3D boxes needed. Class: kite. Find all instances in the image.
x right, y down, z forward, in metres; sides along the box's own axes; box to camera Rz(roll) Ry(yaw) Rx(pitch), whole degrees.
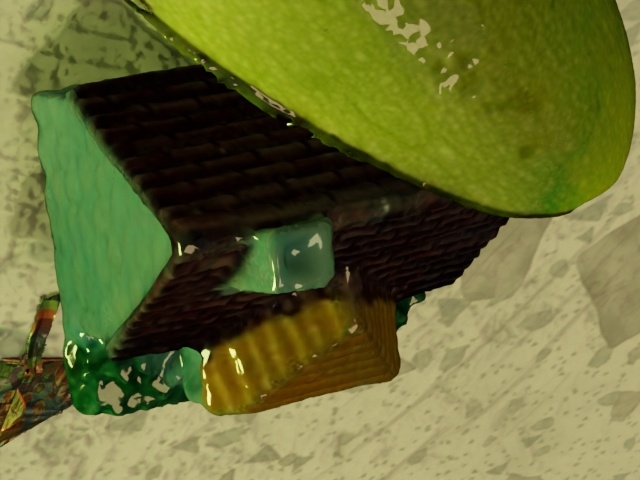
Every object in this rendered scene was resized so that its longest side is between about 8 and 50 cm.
[{"bbox_3d":[-0.217,0.100,1.301,0.183,0.010,0.160,1,130,-33],"label":"kite"}]

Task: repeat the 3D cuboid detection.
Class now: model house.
[{"bbox_3d":[0.000,0.000,1.072,0.280,0.249,0.230,-14,105,-29],"label":"model house"}]

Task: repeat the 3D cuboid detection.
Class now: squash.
[{"bbox_3d":[0.049,-0.143,0.993,0.210,0.233,0.309,-13,136,25],"label":"squash"}]
